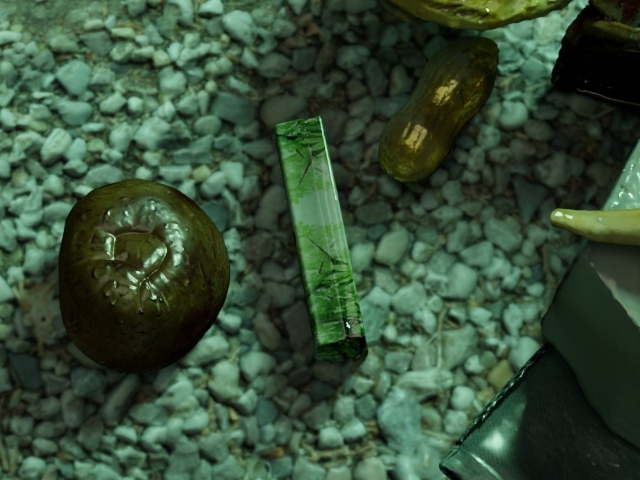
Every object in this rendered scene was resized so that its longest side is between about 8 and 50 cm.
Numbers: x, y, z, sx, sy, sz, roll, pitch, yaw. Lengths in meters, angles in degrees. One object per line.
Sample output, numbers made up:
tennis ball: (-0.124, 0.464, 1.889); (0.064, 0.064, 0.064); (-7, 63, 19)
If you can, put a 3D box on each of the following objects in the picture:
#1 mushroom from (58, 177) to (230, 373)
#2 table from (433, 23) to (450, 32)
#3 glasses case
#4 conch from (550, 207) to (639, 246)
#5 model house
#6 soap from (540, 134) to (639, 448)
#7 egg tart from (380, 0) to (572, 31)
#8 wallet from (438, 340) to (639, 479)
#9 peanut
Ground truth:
mushroom: (-0.203, 0.032, 1.832); (0.194, 0.138, 0.231); (-8, 72, 0)
table: (0.143, -0.369, 1.957); (0.122, 0.111, 0.240); (-25, 72, -4)
glasses case: (0.000, 0.000, 1.855); (0.062, 0.095, 0.272); (-11, 71, 1)
conch: (0.390, -0.008, 1.549); (0.330, 0.093, 0.109); (13, 63, 0)
model house: (0.420, -0.283, 1.851); (0.297, 0.282, 0.317); (41, 78, -31)
soap: (0.472, 0.081, 1.685); (0.435, 0.213, 0.350); (31, 69, 9)
egg tart: (0.191, -0.360, 1.807); (0.341, 0.129, 0.341); (-6, 62, 10)
wallet: (0.321, 0.207, 1.765); (0.237, 0.075, 0.342); (42, 70, 10)
peanut: (0.141, -0.159, 1.903); (0.087, 0.087, 0.206); (32, 78, 12)
